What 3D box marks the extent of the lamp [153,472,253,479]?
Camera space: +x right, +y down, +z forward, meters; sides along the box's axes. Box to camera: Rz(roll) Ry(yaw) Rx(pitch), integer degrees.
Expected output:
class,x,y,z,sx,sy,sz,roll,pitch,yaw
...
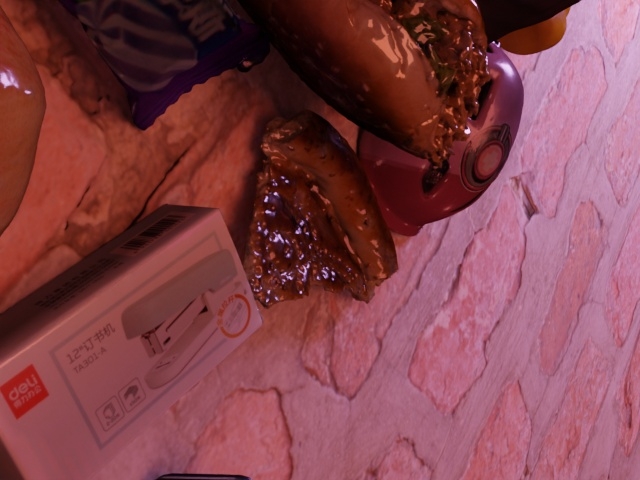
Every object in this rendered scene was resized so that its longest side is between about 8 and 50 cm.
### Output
class,x,y,z,sx,sy,sz,roll,pitch,yaw
lamp,-0.178,0.286,0.676,0.283,0.203,0.125,-10,96,-69

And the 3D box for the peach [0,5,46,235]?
class,x,y,z,sx,sy,sz,roll,pitch,yaw
peach,-0.269,-0.070,0.463,0.232,0.232,0.233,-7,99,-48

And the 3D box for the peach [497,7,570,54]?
class,x,y,z,sx,sy,sz,roll,pitch,yaw
peach,0.294,-0.351,1.159,0.179,0.103,0.179,-11,105,-47

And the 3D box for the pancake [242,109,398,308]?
class,x,y,z,sx,sy,sz,roll,pitch,yaw
pancake,0.000,0.000,0.868,0.266,0.057,0.244,63,38,-26

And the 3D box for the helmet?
class,x,y,z,sx,sy,sz,roll,pitch,yaw
helmet,0.163,-0.134,1.002,0.198,0.154,0.254,25,71,-48

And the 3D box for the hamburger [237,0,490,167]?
class,x,y,z,sx,sy,sz,roll,pitch,yaw
hamburger,0.039,-0.197,0.779,0.286,0.243,0.146,40,87,-11

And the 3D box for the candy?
class,x,y,z,sx,sy,sz,roll,pitch,yaw
candy,-0.145,-0.206,0.652,0.145,0.070,0.275,-40,141,-7

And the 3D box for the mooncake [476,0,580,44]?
class,x,y,z,sx,sy,sz,roll,pitch,yaw
mooncake,0.158,-0.402,0.845,0.350,0.212,0.381,-41,108,-49

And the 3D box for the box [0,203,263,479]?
class,x,y,z,sx,sy,sz,roll,pitch,yaw
box,-0.174,0.089,0.689,0.269,0.079,0.135,-40,122,-39
